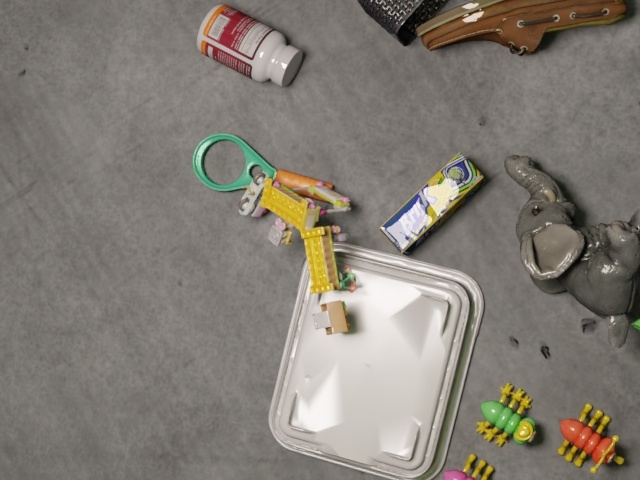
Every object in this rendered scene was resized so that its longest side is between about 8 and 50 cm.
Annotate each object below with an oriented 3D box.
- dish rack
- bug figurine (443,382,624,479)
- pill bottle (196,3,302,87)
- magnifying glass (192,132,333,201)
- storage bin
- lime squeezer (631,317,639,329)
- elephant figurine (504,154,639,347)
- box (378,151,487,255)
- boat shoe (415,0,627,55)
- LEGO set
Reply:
[{"bbox_3d":[0.076,0.184,1.845,0.285,0.072,0.333,14,91,12],"label":"dish rack"},{"bbox_3d":[0.299,0.347,1.787,0.216,0.072,0.279,30,94,12],"label":"bug figurine"},{"bbox_3d":[-0.109,-0.298,1.899,0.152,0.086,0.086,29,93,12],"label":"pill bottle"},{"bbox_3d":[-0.091,-0.105,1.917,0.231,0.026,0.092,17,91,11],"label":"magnifying glass"},{"bbox_3d":[0.150,-0.391,1.831,0.084,0.122,0.180,42,96,11],"label":"storage bin"},{"bbox_3d":[0.565,0.217,1.726,0.110,0.059,0.310,-34,94,-31],"label":"lime squeezer"},{"bbox_3d":[0.352,0.008,1.770,0.239,0.186,0.169,15,133,22],"label":"elephant figurine"},{"bbox_3d":[0.169,-0.053,1.841,0.169,0.059,0.054,-44,77,6],"label":"box"},{"bbox_3d":[0.296,-0.322,1.802,0.307,0.111,0.104,-17,98,13],"label":"boat shoe"},{"bbox_3d":[0.000,0.000,1.815,0.287,0.107,0.132,54,130,26],"label":"LEGO set"}]
